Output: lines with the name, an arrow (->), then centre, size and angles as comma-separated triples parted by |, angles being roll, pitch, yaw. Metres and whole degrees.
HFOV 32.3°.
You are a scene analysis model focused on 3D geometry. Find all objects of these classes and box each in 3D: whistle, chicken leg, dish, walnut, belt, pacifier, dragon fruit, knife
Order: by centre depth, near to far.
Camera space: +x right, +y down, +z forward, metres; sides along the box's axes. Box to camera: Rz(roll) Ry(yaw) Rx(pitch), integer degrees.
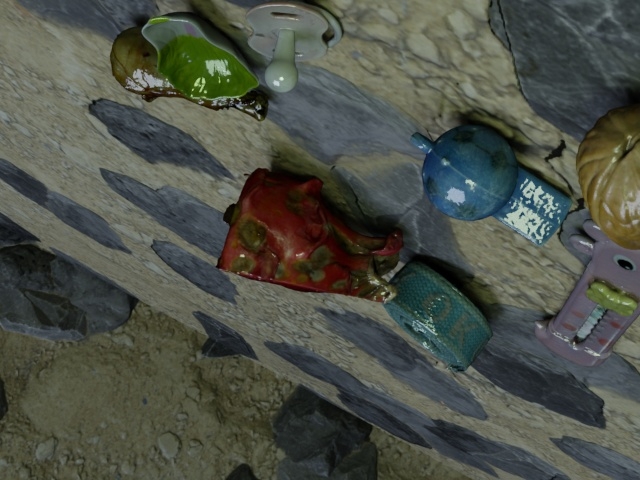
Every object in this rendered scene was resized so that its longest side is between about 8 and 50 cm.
walnut -> 0.236, -0.043, 0.778 | 0.105, 0.105, 0.124 | 14, 172, 47
pacifier -> -0.025, -0.161, 0.932 | 0.081, 0.078, 0.099 | 8, 161, 3
whistle -> 0.144, -0.048, 0.951 | 0.158, 0.090, 0.090 | 32, 164, -3
dish -> -0.118, -0.188, 1.066 | 0.091, 0.039, 0.137 | -5, 151, 24
knife -> 0.291, 0.073, 1.141 | 0.132, 0.038, 0.399 | 30, 165, 11
chicken leg -> -0.136, -0.166, 1.157 | 0.178, 0.070, 0.093 | 19, 168, 5
dragon fruit -> 0.000, 0.000, 1.321 | 0.211, 0.134, 0.262 | 18, 179, 3
belt -> 0.147, 0.092, 1.378 | 0.147, 0.082, 0.163 | 41, 172, 3
